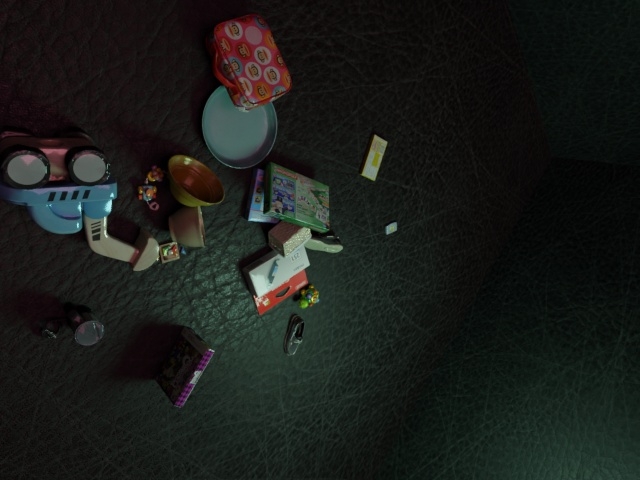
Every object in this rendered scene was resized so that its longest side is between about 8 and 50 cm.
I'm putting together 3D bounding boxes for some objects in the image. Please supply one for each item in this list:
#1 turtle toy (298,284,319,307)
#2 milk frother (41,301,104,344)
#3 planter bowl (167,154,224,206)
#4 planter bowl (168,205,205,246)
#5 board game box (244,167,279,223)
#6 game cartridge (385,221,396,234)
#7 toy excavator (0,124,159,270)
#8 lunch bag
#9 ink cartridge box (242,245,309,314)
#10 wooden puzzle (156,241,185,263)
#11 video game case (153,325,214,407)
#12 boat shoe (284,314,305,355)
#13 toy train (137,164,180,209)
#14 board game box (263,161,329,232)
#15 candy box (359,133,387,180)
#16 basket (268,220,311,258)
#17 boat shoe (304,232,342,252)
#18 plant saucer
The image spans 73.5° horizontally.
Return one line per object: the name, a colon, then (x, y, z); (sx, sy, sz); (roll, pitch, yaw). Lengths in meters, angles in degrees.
turtle toy: (-0.056, 0.280, 2.061); (0.130, 0.066, 0.095); (-29, 122, -31)
milk frother: (-0.791, 0.285, 1.366); (0.143, 0.134, 0.129); (-55, 131, -12)
planter bowl: (-0.442, -0.181, 1.461); (0.217, 0.217, 0.090); (21, 127, -44)
planter bowl: (-0.478, -0.050, 1.529); (0.109, 0.162, 0.162); (-8, 112, -12)
board game box: (-0.222, -0.181, 1.774); (0.160, 0.039, 0.212); (5, 102, -43)
game cartridge: (0.392, -0.071, 2.372); (0.083, 0.017, 0.056); (-23, 115, -35)
toy excavator: (-0.710, -0.094, 1.290); (0.433, 0.222, 0.445); (-10, 124, -39)
lunch bag: (-0.260, -0.612, 1.496); (0.258, 0.120, 0.293); (-35, 110, -33)
ink cartridge box: (-0.177, 0.167, 1.917); (0.296, 0.066, 0.261); (-32, 122, -29)
wooden puzzle: (-0.555, 0.044, 1.575); (0.116, 0.014, 0.079); (-25, 120, -33)
video game case: (-0.518, 0.470, 1.620); (0.042, 0.210, 0.232); (37, 80, -42)
boat shoe: (-0.120, 0.467, 2.069); (0.075, 0.065, 0.206); (5, 102, -42)
toy train: (-0.549, -0.187, 1.478); (0.125, 0.046, 0.166); (43, 75, -41)
board game box: (-0.092, -0.171, 1.769); (0.317, 0.046, 0.214); (17, 63, -39)
candy box: (0.263, -0.411, 2.132); (0.105, 0.027, 0.206); (16, 93, -41)
basket: (-0.133, -0.026, 1.836); (0.167, 0.113, 0.103); (-41, 151, -25)
boat shoe: (0.000, 0.000, 2.024); (0.233, 0.084, 0.079); (11, 59, -36)
plant saucer: (-0.305, -0.433, 1.612); (0.317, 0.043, 0.318); (-15, 113, -37)
